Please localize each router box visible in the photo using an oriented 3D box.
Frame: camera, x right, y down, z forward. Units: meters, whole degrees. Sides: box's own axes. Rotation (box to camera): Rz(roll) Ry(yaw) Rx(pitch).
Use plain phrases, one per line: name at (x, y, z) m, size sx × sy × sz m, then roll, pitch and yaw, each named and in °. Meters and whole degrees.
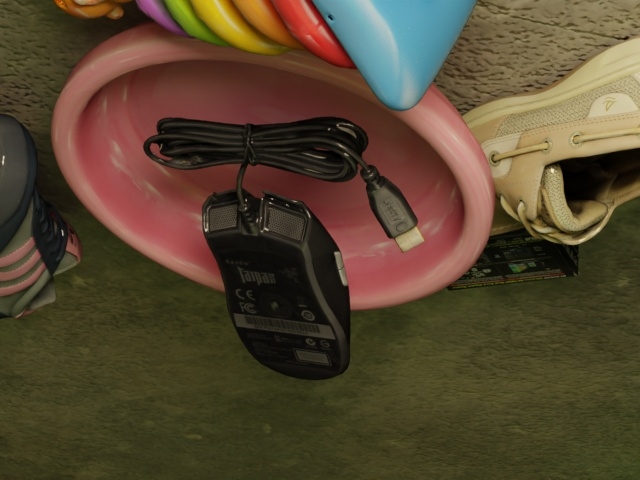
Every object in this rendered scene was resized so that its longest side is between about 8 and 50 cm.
router box at (0.149, 0.001, 1.350) m, size 0.122 × 0.038 × 0.092 m, roll -7°, pitch 149°, yaw 25°

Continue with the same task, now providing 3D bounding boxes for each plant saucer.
plant saucer at (-0.031, -0.066, 1.182) m, size 0.332 × 0.084 × 0.332 m, roll 10°, pitch 148°, yaw 6°

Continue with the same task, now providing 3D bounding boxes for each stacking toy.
stacking toy at (-0.059, -0.175, 0.969) m, size 0.301 × 0.166 × 0.175 m, roll -3°, pitch 137°, yaw 40°

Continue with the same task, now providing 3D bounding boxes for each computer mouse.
computer mouse at (0.000, 0.000, 1.143) m, size 0.184 × 0.060 × 0.262 m, roll 1°, pitch 135°, yaw 28°

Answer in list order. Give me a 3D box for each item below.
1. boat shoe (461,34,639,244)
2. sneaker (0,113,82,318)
boat shoe at (0.174, -0.050, 1.182) m, size 0.109 × 0.098 × 0.302 m, roll 25°, pitch 148°, yaw -30°
sneaker at (-0.261, -0.018, 1.359) m, size 0.131 × 0.112 × 0.319 m, roll -1°, pitch 159°, yaw -23°
